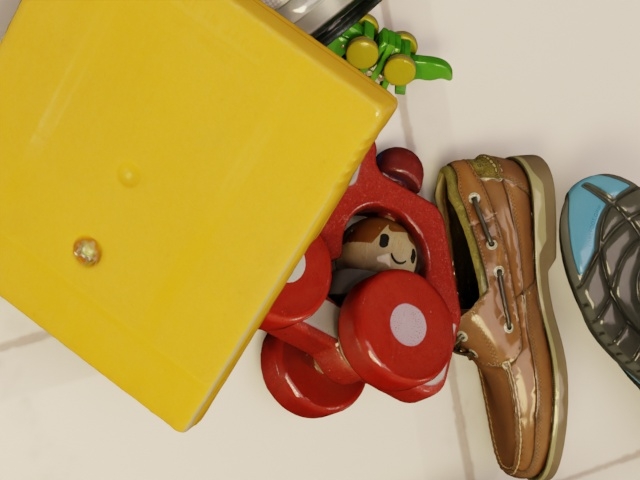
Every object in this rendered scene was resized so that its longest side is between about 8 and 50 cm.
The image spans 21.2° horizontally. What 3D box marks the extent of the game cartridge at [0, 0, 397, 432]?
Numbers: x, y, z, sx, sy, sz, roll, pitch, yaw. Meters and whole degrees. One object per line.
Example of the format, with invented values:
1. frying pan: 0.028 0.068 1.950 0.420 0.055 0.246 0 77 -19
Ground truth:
1. game cartridge: -0.135 -0.056 1.306 0.285 0.053 0.323 37 115 8

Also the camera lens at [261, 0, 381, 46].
1. camera lens: -0.077 -0.270 1.362 0.219 0.219 0.274 -42 101 -16

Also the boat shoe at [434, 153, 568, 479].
1. boat shoe: 0.158 0.074 1.591 0.104 0.111 0.307 -4 87 -21

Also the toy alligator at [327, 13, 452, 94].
1. toy alligator: 0.026 -0.173 1.531 0.190 0.056 0.051 23 123 -12

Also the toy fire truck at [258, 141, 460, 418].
1. toy fire truck: 0.000 0.000 1.483 0.302 0.169 0.253 27 62 -22

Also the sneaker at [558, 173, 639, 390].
1. sneaker: 0.313 0.082 1.645 0.125 0.140 0.341 -35 108 -8
